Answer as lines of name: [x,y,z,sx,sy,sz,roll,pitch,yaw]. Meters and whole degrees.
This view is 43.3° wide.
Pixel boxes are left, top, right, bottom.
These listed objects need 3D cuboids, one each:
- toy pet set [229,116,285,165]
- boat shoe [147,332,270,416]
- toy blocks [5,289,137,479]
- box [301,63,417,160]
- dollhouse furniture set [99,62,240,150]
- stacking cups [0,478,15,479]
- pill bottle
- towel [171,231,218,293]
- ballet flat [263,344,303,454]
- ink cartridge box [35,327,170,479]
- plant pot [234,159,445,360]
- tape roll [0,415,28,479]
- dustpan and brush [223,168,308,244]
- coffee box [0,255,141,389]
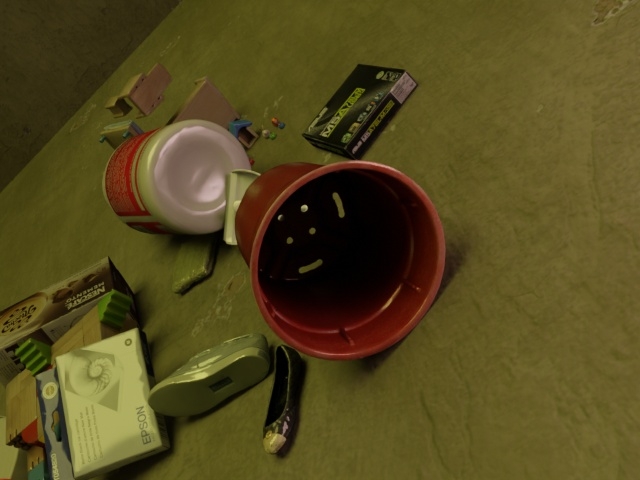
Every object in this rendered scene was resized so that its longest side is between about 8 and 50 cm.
toy pet set: [-0.160,-0.245,1.823,0.122,0.065,0.114,-50,30,-2]
boat shoe: [-0.179,0.218,1.325,0.228,0.079,0.081,-25,28,17]
toy blocks: [-0.465,0.313,1.527,0.381,0.191,0.260,-40,43,18]
box: [0.071,-0.251,1.552,0.190,0.045,0.184,-52,33,-5]
dollhouse furniture set: [-0.412,-0.301,2.005,0.304,0.286,0.198,-4,46,44]
stacking cups: [-0.574,0.573,1.399,0.096,0.096,0.316,-28,42,32]
pill bottle: [-0.330,-0.126,1.736,0.408,0.229,0.229,2,57,60]
towel: [-0.259,0.038,1.676,0.110,0.027,0.148,-32,34,26]
ballet flat: [-0.063,0.233,1.184,0.058,0.049,0.173,-28,37,34]
ink cartridge box: [-0.387,0.288,1.387,0.224,0.045,0.223,-22,64,5]
plant pot: [0.000,0.000,1.178,0.272,0.272,0.265,-50,23,-1]
tape roll: [-0.715,0.552,1.655,0.392,0.072,0.392,-33,33,26]
dustpan and brush: [-0.094,-0.061,1.523,0.211,0.060,0.147,3,88,18]
coffee box: [-0.547,0.177,1.713,0.297,0.118,0.168,-27,30,-4]
